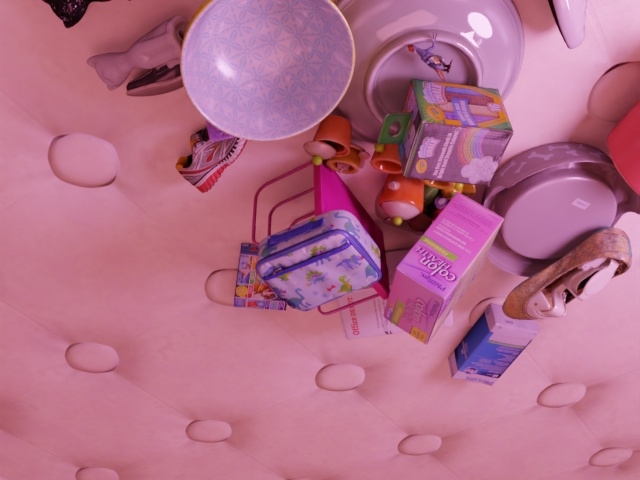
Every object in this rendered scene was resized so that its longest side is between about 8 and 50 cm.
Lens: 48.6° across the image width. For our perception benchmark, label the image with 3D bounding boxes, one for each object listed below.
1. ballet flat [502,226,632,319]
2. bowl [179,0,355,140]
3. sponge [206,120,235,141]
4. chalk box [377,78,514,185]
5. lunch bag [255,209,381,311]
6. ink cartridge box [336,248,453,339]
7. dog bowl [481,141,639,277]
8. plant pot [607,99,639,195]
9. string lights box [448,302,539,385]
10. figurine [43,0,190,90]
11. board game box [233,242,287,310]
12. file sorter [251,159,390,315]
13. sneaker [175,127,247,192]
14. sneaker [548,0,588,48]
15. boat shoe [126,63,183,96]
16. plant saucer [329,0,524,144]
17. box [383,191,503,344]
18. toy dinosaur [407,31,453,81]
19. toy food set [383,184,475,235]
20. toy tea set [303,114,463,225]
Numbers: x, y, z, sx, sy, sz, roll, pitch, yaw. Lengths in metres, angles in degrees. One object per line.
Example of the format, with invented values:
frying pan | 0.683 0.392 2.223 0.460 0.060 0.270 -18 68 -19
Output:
ballet flat | 0.551 0.106 1.601 0.123 0.123 0.348 26 128 -26
bowl | -0.097 -0.333 1.224 0.290 0.156 0.289 -7 129 -8
sponge | -0.115 -0.262 1.339 0.210 0.031 0.117 -10 98 0
chalk box | 0.211 -0.196 1.271 0.213 0.132 0.132 6 136 -8
lunch bag | -0.006 0.040 1.381 0.219 0.090 0.176 -21 130 22
ink cartridge box | 0.178 0.130 1.745 0.273 0.114 0.197 -9 136 4
dog bowl | 0.519 -0.069 1.575 0.349 0.102 0.348 -2 135 -2
plant pot | 0.713 -0.203 1.358 0.275 0.274 0.243 22 138 -23
string lights box | 0.470 0.291 1.950 0.134 0.076 0.259 13 133 -15
figurine | -0.347 -0.371 1.225 0.210 0.092 0.214 -15 123 23
board game box | -0.138 0.093 1.745 0.136 0.035 0.201 6 134 -9
file sorter | 0.000 0.000 1.544 0.182 0.202 0.290 -23 132 21
sneaker | -0.212 -0.191 1.422 0.093 0.088 0.225 33 121 -21
sneaker | 0.433 -0.455 1.180 0.123 0.105 0.290 -15 133 15
boat shoe | -0.275 -0.321 1.321 0.206 0.075 0.064 -15 91 18
plant saucer | 0.185 -0.309 1.318 0.401 0.100 0.400 -1 135 -1
box | 0.258 0.061 1.512 0.117 0.243 0.213 32 151 17
toy dinosaur | 0.185 -0.309 1.220 0.082 0.047 0.090 20 144 3
toy food set | 0.253 -0.066 1.584 0.128 0.071 0.218 23 130 -24
toy tea set | 0.109 -0.127 1.427 0.336 0.124 0.200 19 164 -18
